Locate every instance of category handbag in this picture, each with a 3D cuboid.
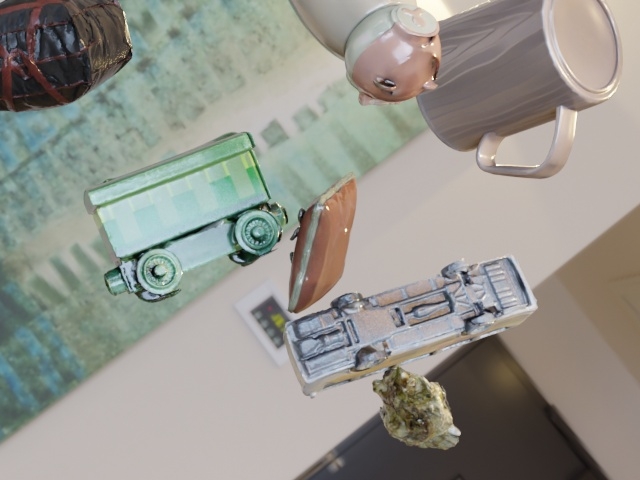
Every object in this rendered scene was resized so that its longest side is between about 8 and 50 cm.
[{"bbox_3d":[-0.382,-0.256,1.233,0.169,0.215,0.155,-78,156,-64],"label":"handbag"}]

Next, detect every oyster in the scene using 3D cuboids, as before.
[{"bbox_3d":[0.108,0.203,1.120,0.108,0.053,0.166,16,-44,36],"label":"oyster"}]

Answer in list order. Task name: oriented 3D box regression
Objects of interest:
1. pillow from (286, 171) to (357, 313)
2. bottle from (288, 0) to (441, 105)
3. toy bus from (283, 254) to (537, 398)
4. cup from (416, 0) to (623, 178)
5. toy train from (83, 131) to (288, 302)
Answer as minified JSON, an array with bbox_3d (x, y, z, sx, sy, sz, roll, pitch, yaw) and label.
[{"bbox_3d":[0.000,0.000,1.327,0.075,0.171,0.179,19,-66,15],"label":"pillow"},{"bbox_3d":[0.062,-0.265,1.103,0.147,0.147,0.237,74,-11,-62],"label":"bottle"},{"bbox_3d":[0.118,0.112,1.224,0.138,0.342,0.097,108,-37,-67],"label":"toy bus"},{"bbox_3d":[0.292,-0.249,1.405,0.208,0.288,0.273,39,-31,-28],"label":"cup"},{"bbox_3d":[-0.201,-0.030,1.366,0.202,0.300,0.120,67,-21,-3],"label":"toy train"}]
